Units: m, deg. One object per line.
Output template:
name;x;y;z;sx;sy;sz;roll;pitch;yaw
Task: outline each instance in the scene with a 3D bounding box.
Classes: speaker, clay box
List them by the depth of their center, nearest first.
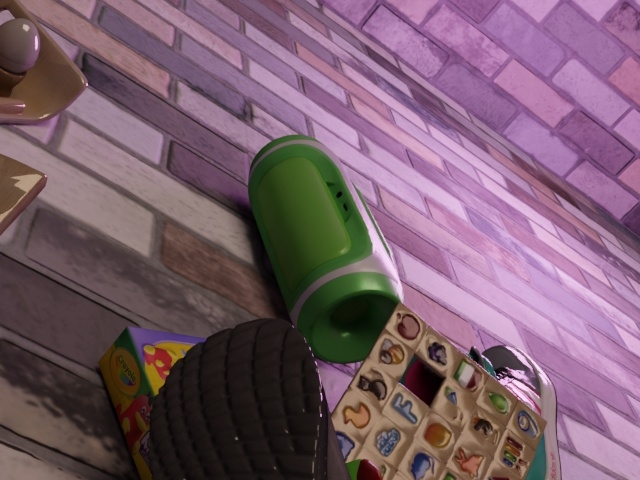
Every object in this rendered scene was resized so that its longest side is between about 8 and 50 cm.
clay box;-0.078;0.170;0.719;0.127;0.053;0.222;16;32;-46
speaker;0.000;0.000;1.073;0.131;0.131;0.296;25;27;-34

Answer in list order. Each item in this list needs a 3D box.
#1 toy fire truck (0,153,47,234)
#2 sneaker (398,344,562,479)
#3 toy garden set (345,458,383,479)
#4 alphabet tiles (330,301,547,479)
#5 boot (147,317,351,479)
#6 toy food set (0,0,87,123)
toy fire truck;-0.316;-0.021;0.589;0.217;0.158;0.246;43;10;7
sneaker;0.170;0.173;1.048;0.178;0.124;0.295;45;21;-15
toy garden set;0.077;0.252;0.596;0.204;0.049;0.244;93;-22;-61
alphabet tiles;0.101;0.199;0.869;0.198;0.009;0.237;40;52;-4
boot;-0.010;0.224;0.585;0.338;0.118;0.222;-106;176;-53
toy food set;-0.393;-0.221;0.888;0.219;0.092;0.306;48;22;16
